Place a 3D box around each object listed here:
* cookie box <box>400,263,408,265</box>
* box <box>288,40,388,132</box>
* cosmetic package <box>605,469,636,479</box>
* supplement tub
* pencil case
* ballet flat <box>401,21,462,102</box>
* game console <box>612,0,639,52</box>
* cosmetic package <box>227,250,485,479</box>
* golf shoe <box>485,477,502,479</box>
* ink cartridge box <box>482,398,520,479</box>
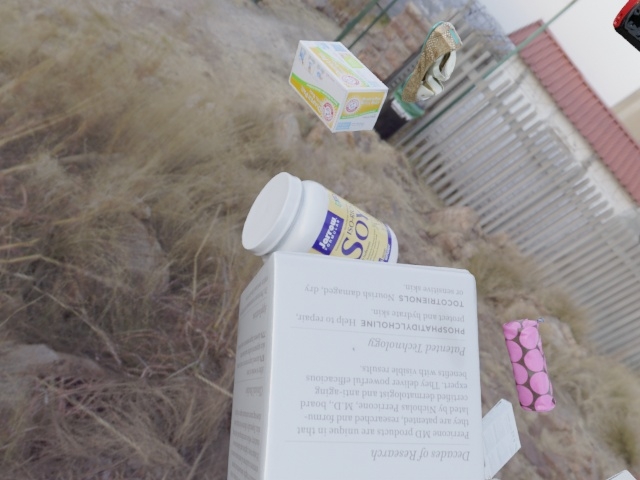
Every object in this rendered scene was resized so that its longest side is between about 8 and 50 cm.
[{"bbox_3d":[0.218,0.130,1.519,0.040,0.107,0.092,11,61,-25],"label":"cookie box"},{"bbox_3d":[0.034,-0.335,1.145,0.114,0.103,0.203,-12,51,-33],"label":"box"},{"bbox_3d":[0.615,0.663,1.153,0.113,0.310,0.160,-9,44,-28],"label":"cosmetic package"},{"bbox_3d":[0.000,0.000,1.308,0.331,0.241,0.241,29,33,-27],"label":"supplement tub"},{"bbox_3d":[0.499,0.293,1.260,0.098,0.095,0.210,-4,85,-70],"label":"pencil case"},{"bbox_3d":[0.209,-0.313,1.001,0.067,0.073,0.206,53,-19,15],"label":"ballet flat"},{"bbox_3d":[0.913,-0.536,1.210,0.386,0.342,0.060,27,29,-19],"label":"game console"},{"bbox_3d":[0.036,0.258,0.865,0.327,0.329,0.394,7,73,-16],"label":"cosmetic package"},{"bbox_3d":[0.498,0.727,1.531,0.176,0.069,0.086,22,-9,-19],"label":"golf shoe"},{"bbox_3d":[0.596,0.701,1.833,0.223,0.045,0.224,-32,117,-27],"label":"ink cartridge box"}]
